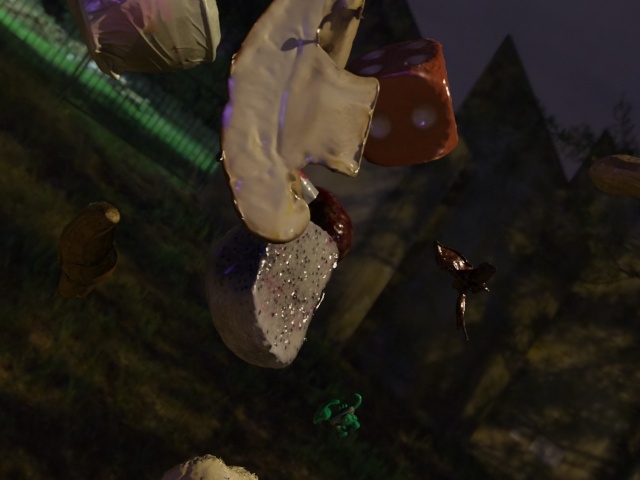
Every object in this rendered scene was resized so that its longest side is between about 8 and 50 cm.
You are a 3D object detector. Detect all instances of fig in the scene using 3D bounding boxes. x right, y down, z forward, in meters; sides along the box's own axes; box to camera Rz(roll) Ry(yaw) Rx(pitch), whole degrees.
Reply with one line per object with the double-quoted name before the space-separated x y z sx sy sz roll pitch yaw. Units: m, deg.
"fig" -0.002 0.001 1.724 0.170 0.145 0.274 52 -11 26

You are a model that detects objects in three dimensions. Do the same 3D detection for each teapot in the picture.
"teapot" -0.233 -0.314 0.990 0.163 0.178 0.222 -126 -159 -54

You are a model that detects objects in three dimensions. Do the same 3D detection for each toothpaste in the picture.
"toothpaste" -0.081 -0.140 1.337 0.194 0.043 0.067 48 -38 -17

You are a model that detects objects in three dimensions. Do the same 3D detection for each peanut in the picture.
"peanut" 0.674 -0.128 1.664 0.214 0.098 0.090 16 -41 36

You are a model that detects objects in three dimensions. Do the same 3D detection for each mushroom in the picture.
"mushroom" -0.031 -0.139 0.849 0.156 0.286 0.151 16 -1 -9

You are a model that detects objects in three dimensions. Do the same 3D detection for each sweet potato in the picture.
"sweet potato" -0.261 0.020 0.876 0.067 0.067 0.274 35 -33 -8

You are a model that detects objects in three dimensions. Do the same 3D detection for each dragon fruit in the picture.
"dragon fruit" -0.124 0.071 1.465 0.204 0.283 0.221 4 -30 34

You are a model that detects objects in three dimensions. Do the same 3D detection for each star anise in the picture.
"star anise" 0.272 0.100 1.572 0.140 0.144 0.158 28 -19 36

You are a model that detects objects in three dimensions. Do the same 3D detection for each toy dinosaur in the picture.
"toy dinosaur" 0.050 0.428 1.951 0.096 0.132 0.059 50 3 -16

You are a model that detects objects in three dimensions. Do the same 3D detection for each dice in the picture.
"dice" 0.141 -0.239 1.376 0.174 0.179 0.175 -80 160 -58

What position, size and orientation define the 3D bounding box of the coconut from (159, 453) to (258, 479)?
"coconut" -0.211 0.630 1.627 0.297 0.297 0.309 36 11 -48
